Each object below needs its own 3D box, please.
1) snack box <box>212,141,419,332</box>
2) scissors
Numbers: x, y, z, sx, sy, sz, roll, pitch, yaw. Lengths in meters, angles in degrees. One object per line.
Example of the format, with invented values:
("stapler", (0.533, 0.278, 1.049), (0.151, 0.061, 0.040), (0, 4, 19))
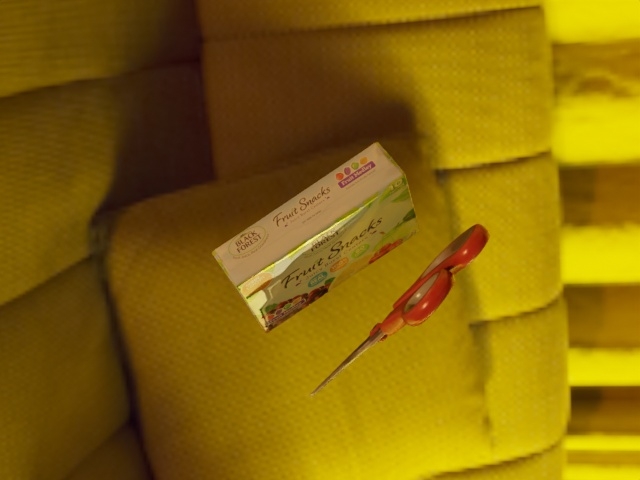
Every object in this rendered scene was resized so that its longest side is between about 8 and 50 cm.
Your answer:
("snack box", (0.000, 0.000, 0.908), (0.037, 0.141, 0.100), (53, -5, 27))
("scissors", (0.069, 0.072, 1.166), (0.109, 0.021, 0.297), (-54, -177, -31))
